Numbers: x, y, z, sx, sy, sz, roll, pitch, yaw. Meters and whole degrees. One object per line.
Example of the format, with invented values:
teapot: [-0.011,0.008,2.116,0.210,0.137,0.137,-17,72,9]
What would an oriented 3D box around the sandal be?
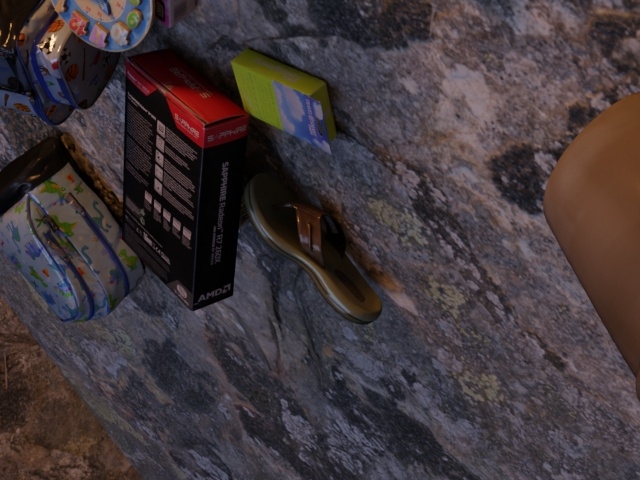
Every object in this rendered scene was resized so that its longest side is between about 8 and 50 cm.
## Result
sandal: [0.002,0.000,2.063,0.303,0.120,0.086,46,125,-1]

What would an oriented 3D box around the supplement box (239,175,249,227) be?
supplement box: [-0.157,-0.069,2.196,0.083,0.083,0.056,28,149,35]

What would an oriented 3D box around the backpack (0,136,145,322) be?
backpack: [-0.530,-0.003,2.700,0.355,0.273,0.290,43,150,-21]

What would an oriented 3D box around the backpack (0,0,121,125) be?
backpack: [-0.439,-0.323,2.091,0.213,0.276,0.263,26,153,10]

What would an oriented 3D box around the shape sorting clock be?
shape sorting clock: [-0.327,-0.371,1.890,0.206,0.040,0.206,22,134,25]

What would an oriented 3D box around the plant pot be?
plant pot: [0.385,0.003,1.304,0.280,0.323,0.323,48,159,34]

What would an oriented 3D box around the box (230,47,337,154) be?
box: [-0.046,-0.204,1.890,0.178,0.042,0.109,28,149,33]

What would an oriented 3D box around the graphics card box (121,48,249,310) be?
graphics card box: [-0.226,-0.096,2.099,0.233,0.094,0.371,40,137,36]

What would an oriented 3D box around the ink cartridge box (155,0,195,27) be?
ink cartridge box: [-0.333,-0.482,1.904,0.371,0.069,0.176,40,153,18]
